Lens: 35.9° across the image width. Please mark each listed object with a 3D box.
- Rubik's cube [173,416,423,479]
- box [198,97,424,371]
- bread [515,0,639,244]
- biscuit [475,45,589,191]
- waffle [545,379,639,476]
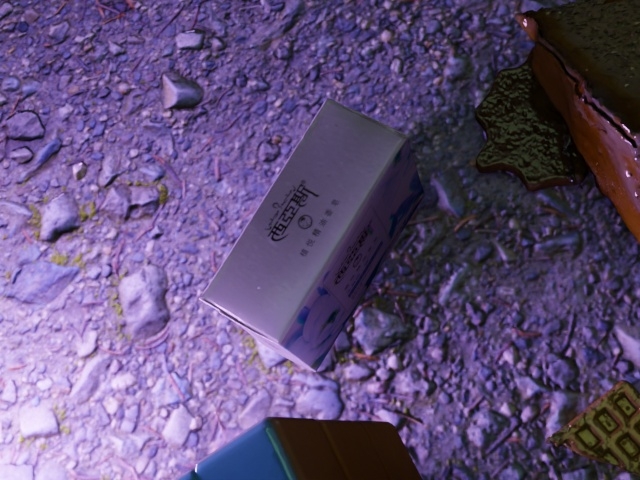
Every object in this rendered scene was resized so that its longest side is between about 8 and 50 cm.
[{"bbox_3d":[-0.029,0.371,0.987,0.290,0.291,0.292,-35,66,17],"label":"Rubik's cube"},{"bbox_3d":[0.002,0.002,1.170,0.116,0.203,0.274,29,81,19],"label":"box"},{"bbox_3d":[0.402,-0.133,1.162,0.248,0.279,0.315,-23,33,1],"label":"bread"},{"bbox_3d":[0.285,-0.148,1.234,0.215,0.034,0.182,-32,73,0],"label":"biscuit"},{"bbox_3d":[0.358,0.260,1.091,0.125,0.032,0.191,-37,67,-1],"label":"waffle"}]
